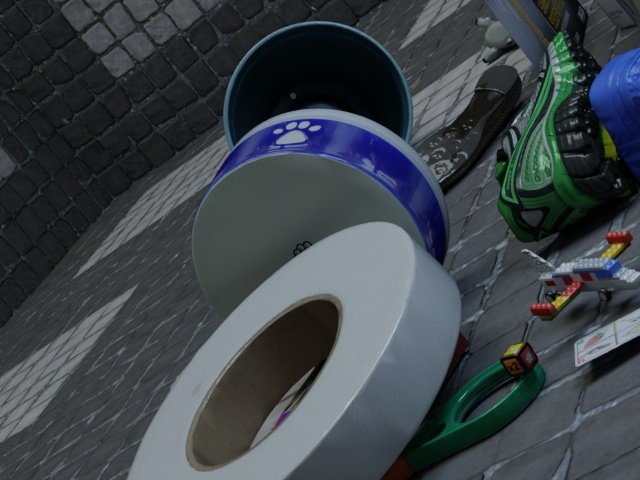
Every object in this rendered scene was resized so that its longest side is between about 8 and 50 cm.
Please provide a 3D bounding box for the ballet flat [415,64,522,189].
[{"bbox_3d":[0.198,-0.139,2.161,0.084,0.058,0.250,16,53,32],"label":"ballet flat"}]

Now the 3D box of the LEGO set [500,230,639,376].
[{"bbox_3d":[0.254,0.024,1.344,0.244,0.060,0.182,-30,14,17],"label":"LEGO set"}]

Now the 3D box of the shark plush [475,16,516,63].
[{"bbox_3d":[0.310,-0.340,2.559,0.067,0.073,0.161,-11,-12,-35],"label":"shark plush"}]

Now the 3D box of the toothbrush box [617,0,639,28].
[{"bbox_3d":[0.356,-0.407,1.907,0.122,0.206,0.283,-36,-21,4],"label":"toothbrush box"}]

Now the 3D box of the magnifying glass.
[{"bbox_3d":[0.095,0.175,1.381,0.231,0.026,0.092,-36,12,6],"label":"magnifying glass"}]

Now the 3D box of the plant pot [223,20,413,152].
[{"bbox_3d":[-0.004,-0.172,2.431,0.271,0.272,0.255,-40,-3,-2],"label":"plant pot"}]

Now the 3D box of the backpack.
[{"bbox_3d":[0.329,-0.132,1.560,0.101,0.120,0.098,-25,18,50],"label":"backpack"}]

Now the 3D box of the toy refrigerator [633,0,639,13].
[{"bbox_3d":[0.444,-0.259,1.759,0.102,0.094,0.269,-33,12,-4],"label":"toy refrigerator"}]

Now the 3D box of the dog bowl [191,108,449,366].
[{"bbox_3d":[0.000,0.000,1.719,0.265,0.265,0.104,-33,16,28],"label":"dog bowl"}]

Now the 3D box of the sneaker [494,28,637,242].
[{"bbox_3d":[0.245,-0.116,1.722,0.146,0.134,0.343,-35,13,25],"label":"sneaker"}]

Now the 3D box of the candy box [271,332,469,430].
[{"bbox_3d":[0.047,0.142,1.567,0.186,0.053,0.109,-25,20,45],"label":"candy box"}]

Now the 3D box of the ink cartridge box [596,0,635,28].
[{"bbox_3d":[0.475,-0.389,2.138,0.218,0.092,0.158,-44,12,-14],"label":"ink cartridge box"}]

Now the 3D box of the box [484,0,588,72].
[{"bbox_3d":[0.298,-0.343,2.283,0.056,0.183,0.231,-34,12,24],"label":"box"}]

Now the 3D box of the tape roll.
[{"bbox_3d":[-0.032,0.150,1.511,0.392,0.072,0.392,-41,20,19],"label":"tape roll"}]
